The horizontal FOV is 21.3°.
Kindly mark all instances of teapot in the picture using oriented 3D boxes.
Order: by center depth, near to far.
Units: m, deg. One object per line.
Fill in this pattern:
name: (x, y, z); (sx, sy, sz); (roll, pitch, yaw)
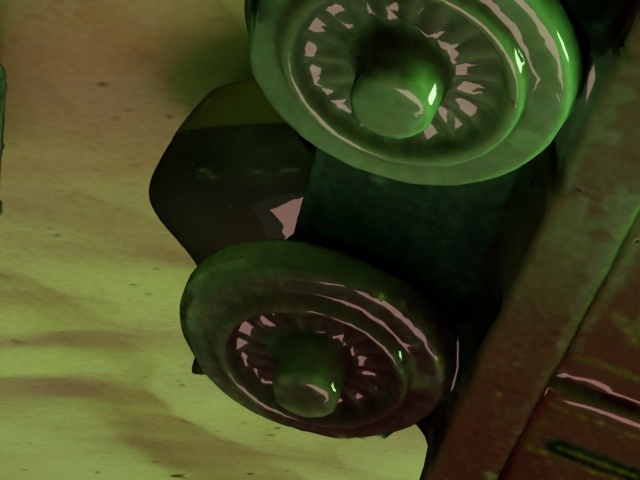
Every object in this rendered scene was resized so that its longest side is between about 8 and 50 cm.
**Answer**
teapot: (0.000, 0.000, 0.700); (0.130, 0.119, 0.166); (-1, 176, 12)

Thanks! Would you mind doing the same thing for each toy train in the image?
toy train: (0.085, -0.025, 0.495); (0.222, 0.150, 0.304); (19, 142, 3)

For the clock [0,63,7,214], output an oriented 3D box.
clock: (-0.196, -0.023, 0.663); (0.144, 0.103, 0.231); (4, 157, -10)
